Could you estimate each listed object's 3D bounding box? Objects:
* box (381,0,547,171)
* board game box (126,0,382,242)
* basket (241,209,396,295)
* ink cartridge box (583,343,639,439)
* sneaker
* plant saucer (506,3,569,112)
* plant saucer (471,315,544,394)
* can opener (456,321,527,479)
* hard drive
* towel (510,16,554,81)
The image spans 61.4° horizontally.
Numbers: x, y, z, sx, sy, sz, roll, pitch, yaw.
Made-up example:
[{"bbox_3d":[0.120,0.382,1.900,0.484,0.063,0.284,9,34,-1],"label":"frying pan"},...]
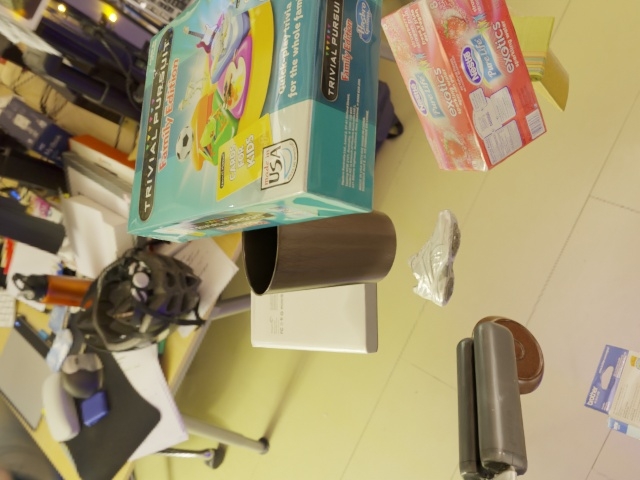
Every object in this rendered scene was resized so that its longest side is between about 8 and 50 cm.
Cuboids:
[{"bbox_3d":[0.249,-0.285,0.938,0.154,0.300,0.142,-34,20,-17],"label":"box"},{"bbox_3d":[-0.087,-0.139,0.558,0.336,0.079,0.254,-7,75,48],"label":"board game box"},{"bbox_3d":[0.000,0.000,0.907,0.154,0.226,0.204,-52,42,46],"label":"basket"},{"bbox_3d":[0.754,0.354,1.154,0.311,0.065,0.186,17,55,32],"label":"ink cartridge box"},{"bbox_3d":[0.260,0.037,1.266,0.115,0.090,0.232,13,104,29],"label":"sneaker"},{"bbox_3d":[0.557,-0.552,1.515,0.081,0.333,0.333,-43,39,20],"label":"plant saucer"},{"bbox_3d":[0.381,0.221,1.074,0.168,0.168,0.029,65,146,24],"label":"plant saucer"},{"bbox_3d":[0.146,0.202,0.527,0.076,0.095,0.283,120,167,-45],"label":"can opener"},{"bbox_3d":[-0.026,0.126,1.207,0.353,0.047,0.233,-7,80,43],"label":"hard drive"},{"bbox_3d":[0.419,-0.399,1.116,0.102,0.021,0.237,10,51,21],"label":"towel"}]
